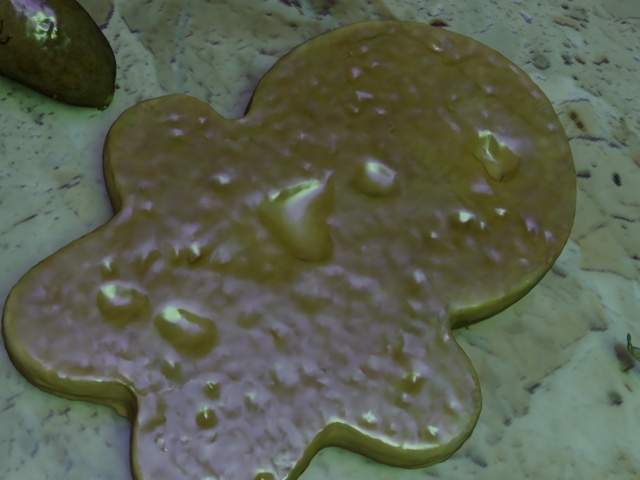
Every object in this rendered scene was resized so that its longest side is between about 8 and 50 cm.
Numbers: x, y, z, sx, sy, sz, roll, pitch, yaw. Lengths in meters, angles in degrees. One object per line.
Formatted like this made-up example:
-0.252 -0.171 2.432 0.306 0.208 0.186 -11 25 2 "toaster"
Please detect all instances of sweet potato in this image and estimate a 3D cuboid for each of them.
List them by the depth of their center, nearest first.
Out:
-0.262 -0.208 0.589 0.114 0.092 0.341 -24 69 -44 "sweet potato"

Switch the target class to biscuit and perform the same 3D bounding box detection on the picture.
0.000 0.001 0.548 0.275 0.052 0.355 41 65 11 "biscuit"

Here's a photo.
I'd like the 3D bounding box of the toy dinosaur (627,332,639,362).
0.270 0.096 0.511 0.328 0.113 0.206 -21 70 -15 "toy dinosaur"
